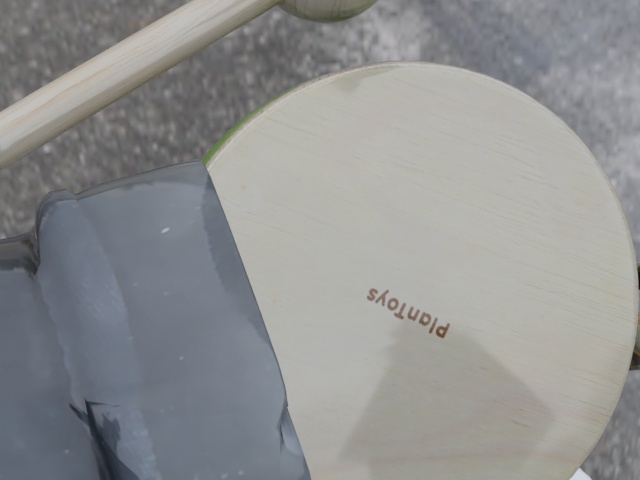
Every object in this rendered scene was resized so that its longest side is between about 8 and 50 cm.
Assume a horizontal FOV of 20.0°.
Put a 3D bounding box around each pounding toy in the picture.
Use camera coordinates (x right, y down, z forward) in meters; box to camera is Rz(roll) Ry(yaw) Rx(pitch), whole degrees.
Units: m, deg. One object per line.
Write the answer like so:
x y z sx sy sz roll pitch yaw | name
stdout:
0.000 0.000 0.679 0.183 0.237 0.110 -37 16 -8 | pounding toy

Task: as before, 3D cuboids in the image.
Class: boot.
-0.203 0.194 0.445 0.445 0.367 0.146 -17 29 -6 | boot

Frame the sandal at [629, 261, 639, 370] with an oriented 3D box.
0.150 0.032 0.784 0.072 0.180 0.049 -2 89 -9 | sandal

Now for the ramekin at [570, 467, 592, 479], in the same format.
0.119 0.289 1.261 0.135 0.277 0.277 -16 55 -25 | ramekin
